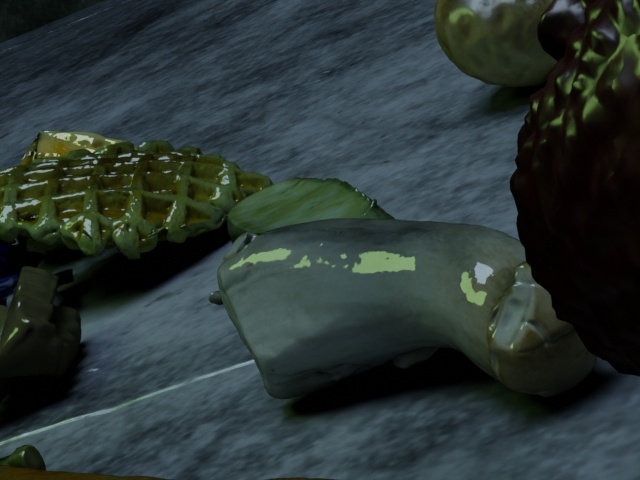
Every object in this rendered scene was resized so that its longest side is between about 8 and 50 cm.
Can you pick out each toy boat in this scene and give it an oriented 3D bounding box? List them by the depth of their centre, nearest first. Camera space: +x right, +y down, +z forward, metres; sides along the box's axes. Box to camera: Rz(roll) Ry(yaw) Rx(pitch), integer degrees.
[{"bbox_3d":[0.000,0.000,1.282,0.093,0.055,0.293,-30,15,-12],"label":"toy boat"}]

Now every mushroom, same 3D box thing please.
[{"bbox_3d":[0.040,0.033,1.035,0.278,0.099,0.096,-2,32,49],"label":"mushroom"}]

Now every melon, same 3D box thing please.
[{"bbox_3d":[-0.204,-0.035,1.711,0.128,0.079,0.160,-3,22,-2],"label":"melon"}]

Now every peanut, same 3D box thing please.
[{"bbox_3d":[0.167,-0.176,1.533,0.159,0.109,0.140,-10,27,7],"label":"peanut"}]

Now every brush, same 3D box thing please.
[{"bbox_3d":[-0.207,0.051,1.429,0.084,0.071,0.301,-27,9,5],"label":"brush"}]

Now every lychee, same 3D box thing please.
[{"bbox_3d":[0.202,-0.045,0.766,0.260,0.260,0.260,-23,15,6],"label":"lychee"}]

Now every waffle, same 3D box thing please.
[{"bbox_3d":[-0.161,-0.035,1.543,0.214,0.054,0.208,-19,22,-41],"label":"waffle"}]

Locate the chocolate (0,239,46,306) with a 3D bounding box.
[{"bbox_3d":[-0.377,0.067,1.549,0.343,0.126,0.148,-23,-26,-7],"label":"chocolate"}]

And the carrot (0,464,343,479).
[{"bbox_3d":[-0.071,0.133,0.918,0.298,0.078,0.078,-9,21,34],"label":"carrot"}]

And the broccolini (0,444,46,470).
[{"bbox_3d":[-0.251,0.138,1.224,0.239,0.054,0.051,-5,10,45],"label":"broccolini"}]
